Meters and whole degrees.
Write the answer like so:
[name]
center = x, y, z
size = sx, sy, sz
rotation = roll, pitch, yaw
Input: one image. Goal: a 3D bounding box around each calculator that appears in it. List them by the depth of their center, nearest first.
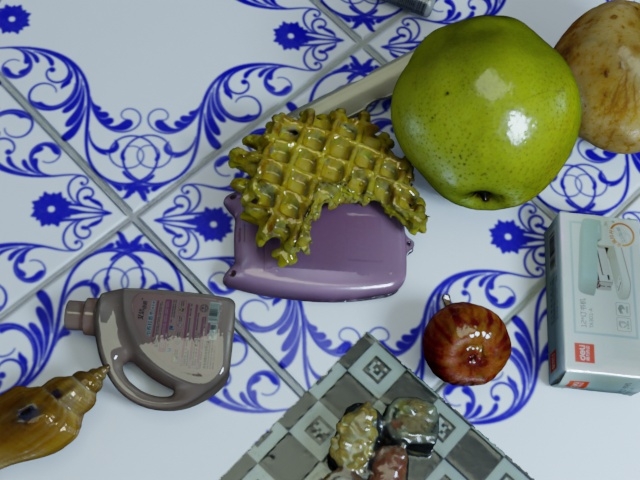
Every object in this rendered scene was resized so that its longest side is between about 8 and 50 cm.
[calculator]
center = 0.000, -0.001, 1.514
size = 0.294, 0.043, 0.194
rotation = 2, 64, -8

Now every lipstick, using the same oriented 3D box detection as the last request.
[lipstick]
center = 0.129, -0.427, 1.730
size = 0.141, 0.040, 0.040
rotation = 23, 65, 4

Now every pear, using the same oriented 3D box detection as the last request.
[pear]
center = 0.248, -0.189, 1.506
size = 0.294, 0.294, 0.294
rotation = 3, 65, -5

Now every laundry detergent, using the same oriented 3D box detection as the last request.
[laundry detergent]
center = -0.242, 0.150, 1.397
size = 0.237, 0.076, 0.171
rotation = 5, 65, -4

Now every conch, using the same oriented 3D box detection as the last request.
[conch]
center = -0.418, 0.260, 1.316
size = 0.330, 0.093, 0.109
rotation = -33, 80, -18

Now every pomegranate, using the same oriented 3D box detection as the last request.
[pomegranate]
center = 0.482, -0.261, 1.588
size = 0.248, 0.248, 0.248
rotation = 3, 65, -5

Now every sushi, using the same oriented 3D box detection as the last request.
[sushi]
center = 0.088, 0.343, 1.352
size = 0.359, 0.064, 0.343
rotation = 42, 67, 12

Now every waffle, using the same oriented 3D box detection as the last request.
[waffle]
center = 0.010, -0.099, 1.507
size = 0.293, 0.069, 0.260
rotation = -15, 64, -22

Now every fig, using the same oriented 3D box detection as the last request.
[fig]
center = 0.196, 0.141, 1.435
size = 0.150, 0.128, 0.128
rotation = 29, 62, 37

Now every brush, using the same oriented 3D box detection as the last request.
[brush]
center = 0.091, -0.247, 1.643
size = 0.321, 0.050, 0.060
rotation = -28, 74, -10

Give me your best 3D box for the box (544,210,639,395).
[box]
center = 0.413, 0.094, 1.497
size = 0.135, 0.079, 0.269
rotation = 6, 64, -3
